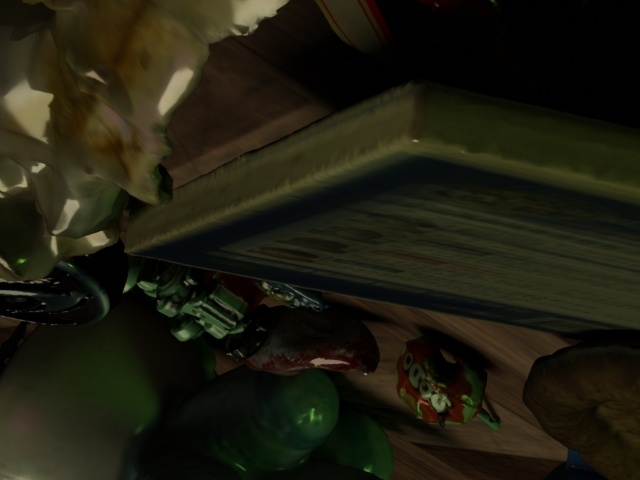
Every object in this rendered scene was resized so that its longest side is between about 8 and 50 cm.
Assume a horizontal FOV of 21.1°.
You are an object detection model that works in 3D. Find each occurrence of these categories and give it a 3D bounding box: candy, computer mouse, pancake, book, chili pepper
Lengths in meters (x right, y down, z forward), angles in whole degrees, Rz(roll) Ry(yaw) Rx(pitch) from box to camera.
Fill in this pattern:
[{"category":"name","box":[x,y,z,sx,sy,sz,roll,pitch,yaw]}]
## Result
[{"category":"candy","box":[0.084,0.095,1.014,0.056,0.049,0.184,56,-175,22]},{"category":"computer mouse","box":[-0.224,-0.018,1.050,0.233,0.096,0.137,32,168,26]},{"category":"pancake","box":[0.216,0.104,0.710,0.286,0.033,0.288,30,165,-25]},{"category":"book","box":[0.076,0.005,0.537,0.228,0.018,0.322,11,172,-17]},{"category":"chili pepper","box":[-0.011,0.061,1.034,0.041,0.050,0.153,31,165,-23]}]

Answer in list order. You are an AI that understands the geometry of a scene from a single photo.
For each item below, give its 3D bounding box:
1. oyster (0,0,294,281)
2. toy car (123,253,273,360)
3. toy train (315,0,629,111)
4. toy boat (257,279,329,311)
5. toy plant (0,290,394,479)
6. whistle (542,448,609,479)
[{"category":"oyster","box":[-0.090,-0.107,0.395,0.201,0.107,0.354,34,147,-5]},{"category":"toy car","box":[-0.078,0.032,1.063,0.073,0.054,0.143,35,171,-19]},{"category":"toy train","box":[0.026,-0.071,0.430,0.087,0.050,0.138,28,170,26]},{"category":"toy boat","box":[0.000,0.000,0.739,0.060,0.061,0.137,28,167,1]},{"category":"toy plant","box":[-0.075,0.183,1.305,0.332,0.247,0.247,17,164,29]},{"category":"whistle","box":[0.155,0.156,0.972,0.090,0.090,0.158,22,167,29]}]
